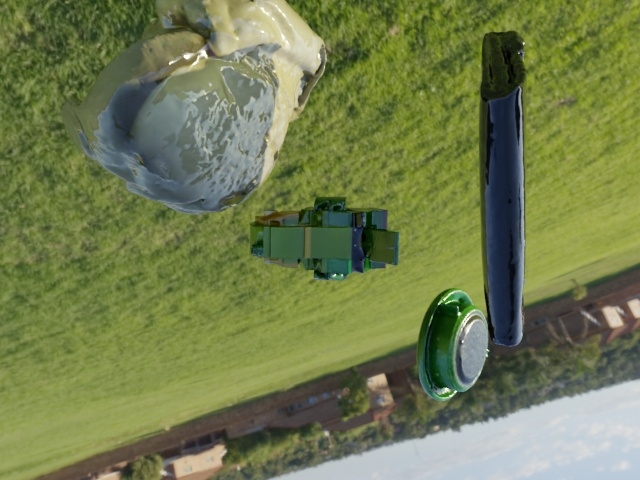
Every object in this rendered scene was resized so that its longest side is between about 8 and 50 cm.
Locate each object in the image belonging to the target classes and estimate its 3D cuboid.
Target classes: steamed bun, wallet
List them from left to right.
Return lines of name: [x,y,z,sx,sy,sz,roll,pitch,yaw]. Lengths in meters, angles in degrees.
steamed bun: [-0.173,-0.214,0.754,0.372,0.230,0.325,-54,159,-19]
wallet: [0.264,-0.065,0.748,0.062,0.228,0.406,0,127,20]

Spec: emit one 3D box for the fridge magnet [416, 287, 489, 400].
fridge magnet: [0.243,0.191,0.960,0.088,0.208,0.208,6,180,41]

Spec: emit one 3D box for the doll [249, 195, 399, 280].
doll: [0.001,-0.002,0.659,0.186,0.106,0.134,2,-170,4]
